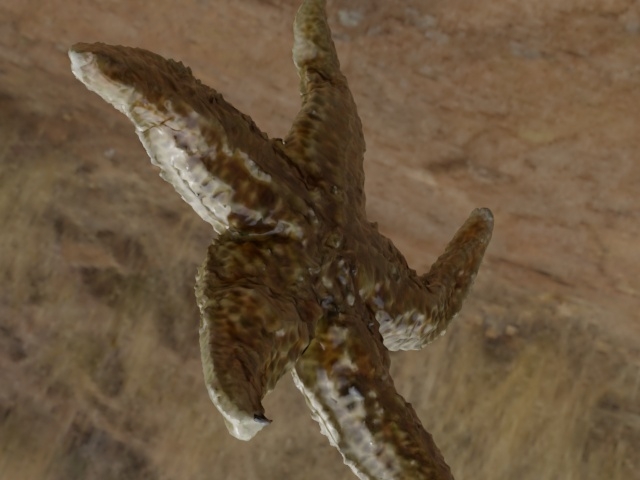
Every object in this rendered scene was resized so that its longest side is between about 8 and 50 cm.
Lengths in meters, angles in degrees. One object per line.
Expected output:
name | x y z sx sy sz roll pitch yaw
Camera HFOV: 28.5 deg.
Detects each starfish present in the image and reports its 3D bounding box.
starfish | 0.000 0.000 0.475 0.062 0.277 0.236 -27 149 29
